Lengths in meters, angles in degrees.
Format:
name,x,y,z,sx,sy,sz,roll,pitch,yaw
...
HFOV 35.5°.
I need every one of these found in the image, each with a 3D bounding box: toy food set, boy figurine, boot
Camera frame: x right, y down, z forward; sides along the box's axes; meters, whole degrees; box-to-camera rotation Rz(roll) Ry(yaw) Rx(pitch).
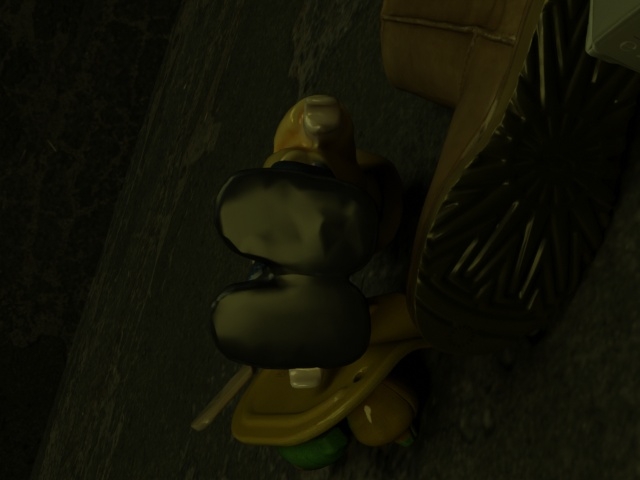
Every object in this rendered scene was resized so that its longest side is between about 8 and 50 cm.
name,x,y,z,sx,sy,sz,roll,pitch,yaw
toy food set,0.010,0.107,0.677,0.128,0.071,0.218,-50,15,-25
boy figurine,0.000,0.000,0.615,0.285,0.092,0.177,-44,-41,-78
boot,0.089,-0.084,0.605,0.236,0.089,0.269,-66,18,12

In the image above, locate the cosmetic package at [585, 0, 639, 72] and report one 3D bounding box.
name,x,y,z,sx,sy,sz,roll,pitch,yaw
cosmetic package,0.200,-0.128,0.283,0.238,0.127,0.107,144,139,-61
